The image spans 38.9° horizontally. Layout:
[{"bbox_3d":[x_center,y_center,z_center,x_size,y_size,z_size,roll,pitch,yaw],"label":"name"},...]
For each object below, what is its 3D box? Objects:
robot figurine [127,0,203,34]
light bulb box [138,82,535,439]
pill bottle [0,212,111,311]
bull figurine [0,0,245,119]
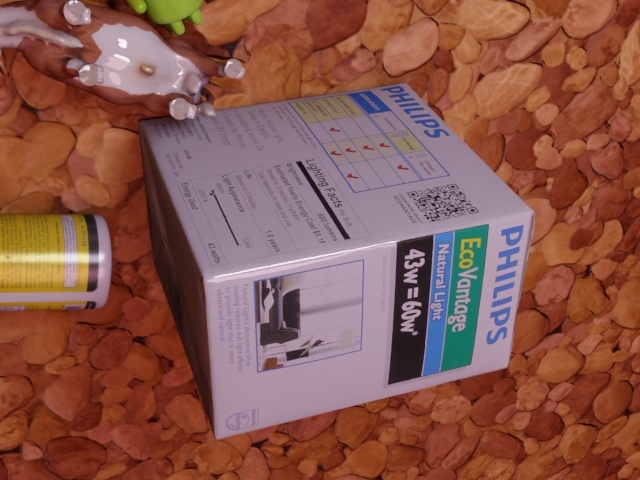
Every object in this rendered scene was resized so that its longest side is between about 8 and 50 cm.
[{"bbox_3d":[-0.173,-0.288,1.006,0.101,0.067,0.115,-32,129,-13],"label":"robot figurine"},{"bbox_3d":[0.000,0.000,1.082,0.361,0.358,0.225,-10,126,-16],"label":"light bulb box"},{"bbox_3d":[-0.365,0.026,1.091,0.208,0.119,0.119,0,120,-24],"label":"pill bottle"},{"bbox_3d":[-0.237,-0.200,0.976,0.310,0.188,0.101,8,101,-34],"label":"bull figurine"}]
